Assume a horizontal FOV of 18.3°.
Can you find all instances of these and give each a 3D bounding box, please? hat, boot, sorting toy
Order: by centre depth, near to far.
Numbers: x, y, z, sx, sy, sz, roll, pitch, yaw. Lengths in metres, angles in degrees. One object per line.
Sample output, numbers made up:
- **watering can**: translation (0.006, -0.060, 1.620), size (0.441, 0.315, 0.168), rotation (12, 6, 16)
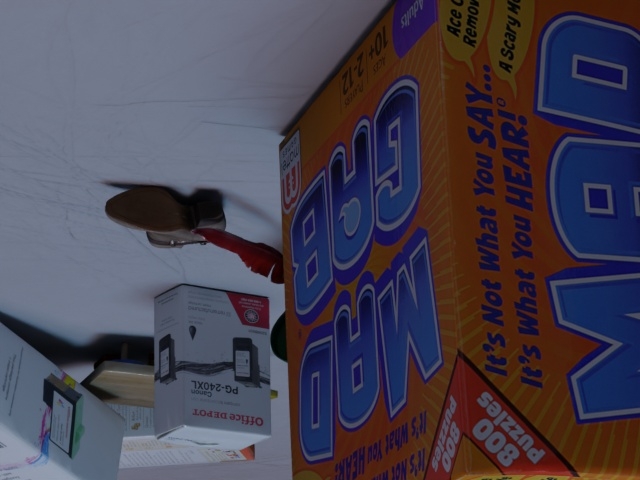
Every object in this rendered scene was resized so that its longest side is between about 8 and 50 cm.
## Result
- **boot**: translation (-0.140, -0.015, 1.762), size (0.118, 0.042, 0.087), rotation (4, 163, -17)
- **hat**: translation (0.000, 0.000, 1.840), size (0.173, 0.184, 0.208), rotation (-20, -158, 8)
- **sorting toy**: translation (-0.188, 0.150, 2.229), size (0.274, 0.046, 0.132), rotation (8, 159, -20)

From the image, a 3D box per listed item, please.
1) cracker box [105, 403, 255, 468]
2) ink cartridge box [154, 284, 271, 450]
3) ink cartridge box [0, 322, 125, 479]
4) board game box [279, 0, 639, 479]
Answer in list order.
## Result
- **cracker box**: translation (-0.205, 0.230, 2.441), size (0.232, 0.067, 0.156), rotation (-4, 161, 4)
- **ink cartridge box**: translation (-0.110, 0.131, 2.024), size (0.109, 0.150, 0.063), rotation (10, 158, -33)
- **ink cartridge box**: translation (-0.372, 0.198, 2.153), size (0.201, 0.117, 0.278), rotation (-11, 145, 27)
- **board game box**: translation (0.194, 0.041, 1.466), size (0.356, 0.357, 0.356), rotation (4, 160, -18)
